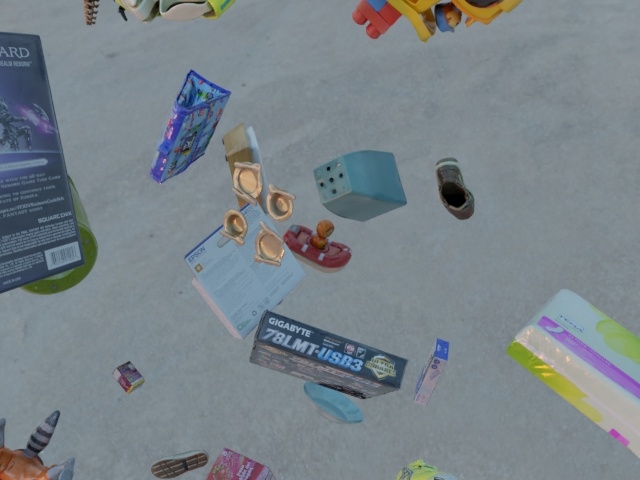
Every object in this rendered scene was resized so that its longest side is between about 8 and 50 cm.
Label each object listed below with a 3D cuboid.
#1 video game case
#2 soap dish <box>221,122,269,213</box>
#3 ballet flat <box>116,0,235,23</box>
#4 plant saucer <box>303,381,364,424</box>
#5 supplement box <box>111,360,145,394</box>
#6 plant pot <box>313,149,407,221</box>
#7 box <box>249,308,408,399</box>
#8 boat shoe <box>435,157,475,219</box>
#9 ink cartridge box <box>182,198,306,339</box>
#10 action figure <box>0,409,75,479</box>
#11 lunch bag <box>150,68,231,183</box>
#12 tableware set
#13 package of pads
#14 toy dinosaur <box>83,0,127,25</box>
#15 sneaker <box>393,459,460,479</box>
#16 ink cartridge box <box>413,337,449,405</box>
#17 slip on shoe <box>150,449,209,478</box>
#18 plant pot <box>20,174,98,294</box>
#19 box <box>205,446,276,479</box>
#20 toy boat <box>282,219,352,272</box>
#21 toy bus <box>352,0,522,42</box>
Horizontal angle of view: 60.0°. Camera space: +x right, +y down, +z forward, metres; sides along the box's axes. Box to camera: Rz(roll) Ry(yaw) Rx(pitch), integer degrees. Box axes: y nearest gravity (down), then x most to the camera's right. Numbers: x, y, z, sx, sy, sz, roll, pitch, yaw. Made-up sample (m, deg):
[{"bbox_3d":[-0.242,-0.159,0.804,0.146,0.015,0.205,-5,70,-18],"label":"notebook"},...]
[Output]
[{"bbox_3d":[-0.359,-0.078,0.583,0.026,0.274,0.196,1,15,29],"label":"video game case"},{"bbox_3d":[-0.256,-0.234,1.931,0.118,0.290,0.229,-13,34,-6],"label":"soap dish"},{"bbox_3d":[-0.230,-0.353,0.806,0.231,0.077,0.077,8,68,20],"label":"ballet flat"},{"bbox_3d":[0.029,0.466,1.553,0.195,0.195,0.037,31,96,36],"label":"plant saucer"},{"bbox_3d":[-0.591,0.422,1.706,0.083,0.043,0.055,46,30,12],"label":"supplement box"},{"bbox_3d":[0.097,-0.159,1.562,0.166,0.165,0.234,-22,-14,36],"label":"plant pot"},{"bbox_3d":[0.000,0.252,1.168,0.296,0.293,0.073,19,67,-2],"label":"box"},{"bbox_3d":[0.384,-0.122,1.590,0.095,0.257,0.095,-15,52,24],"label":"boat shoe"},{"bbox_3d":[-0.164,0.058,1.196,0.045,0.223,0.223,-5,32,51],"label":"ink cartridge box"},{"bbox_3d":[-0.621,0.534,1.243,0.342,0.330,0.178,25,43,-15],"label":"action figure"},{"bbox_3d":[-0.374,-0.298,1.481,0.138,0.220,0.293,28,30,-8],"label":"lunch bag"},{"bbox_3d":[-0.106,-0.043,0.927,0.141,0.168,0.020,29,26,26],"label":"tableware set"},{"bbox_3d":[0.536,0.237,1.059,0.297,0.101,0.229,40,36,22],"label":"package of pads"},{"bbox_3d":[-0.539,-0.692,1.419,0.164,0.218,0.321,27,84,36],"label":"toy dinosaur"},{"bbox_3d":[0.285,0.692,1.580,0.145,0.384,0.147,30,56,-1],"label":"sneaker"},{"bbox_3d":[0.357,0.425,1.787,0.046,0.207,0.097,19,31,7],"label":"ink cartridge box"},{"bbox_3d":[-0.336,0.532,1.328,0.136,0.051,0.041,-15,-1,-9],"label":"slip on shoe"},{"bbox_3d":[-0.833,-0.027,1.617,0.367,0.366,0.353,-33,46,-26],"label":"plant pot"},{"bbox_3d":[-0.207,0.597,1.180,0.123,0.128,0.256,18,59,17],"label":"box"},{"bbox_3d":[0.000,0.000,1.814,0.231,0.151,0.151,27,28,0],"label":"toy boat"},{"bbox_3d":[0.159,-0.374,0.821,0.220,0.211,0.149,39,35,-10],"label":"toy bus"}]
